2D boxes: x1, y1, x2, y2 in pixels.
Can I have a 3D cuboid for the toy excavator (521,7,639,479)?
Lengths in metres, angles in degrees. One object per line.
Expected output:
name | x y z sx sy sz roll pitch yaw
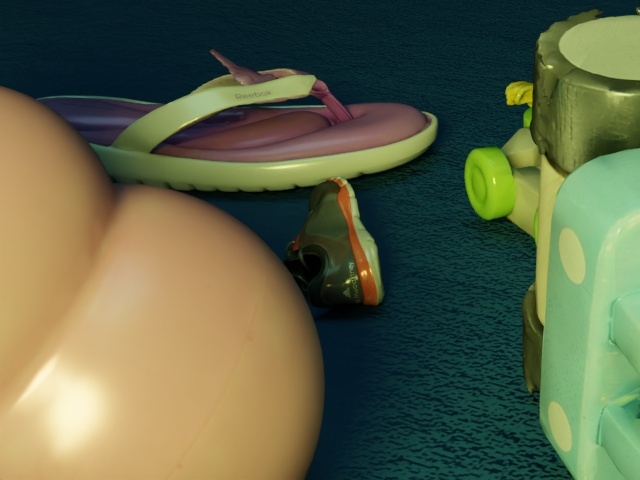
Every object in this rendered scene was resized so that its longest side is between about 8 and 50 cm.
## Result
toy excavator | 0.215 0.079 0.567 0.433 0.222 0.445 -13 34 -14

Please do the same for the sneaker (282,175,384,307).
sneaker | 0.000 0.000 0.926 0.065 0.061 0.158 -14 25 -5

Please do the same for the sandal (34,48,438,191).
sandal | -0.105 -0.114 1.138 0.416 0.102 0.169 0 25 10

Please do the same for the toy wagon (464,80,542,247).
toy wagon | 0.250 -0.055 0.990 0.267 0.068 0.344 -11 24 -16

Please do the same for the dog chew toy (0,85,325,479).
dog chew toy | -0.155 0.026 0.570 0.206 0.332 0.207 -38 28 24
